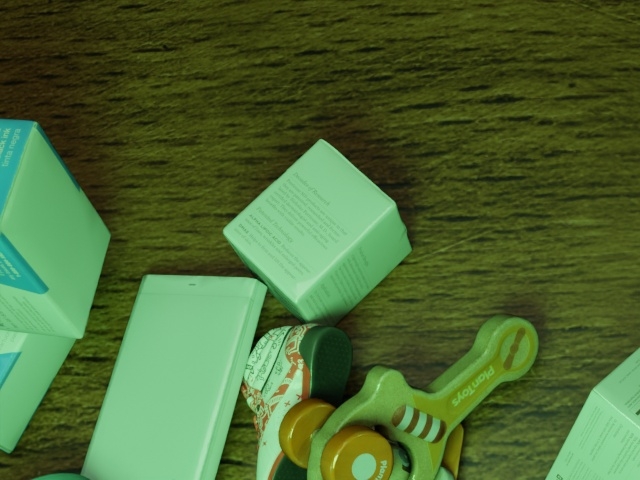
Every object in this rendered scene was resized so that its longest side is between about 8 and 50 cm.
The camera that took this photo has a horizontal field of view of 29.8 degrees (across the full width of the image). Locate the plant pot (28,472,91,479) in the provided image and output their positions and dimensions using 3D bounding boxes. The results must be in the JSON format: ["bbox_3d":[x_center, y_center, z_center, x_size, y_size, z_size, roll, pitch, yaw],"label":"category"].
[{"bbox_3d":[-0.297,0.427,1.432,0.271,0.272,0.255,-38,51,-5],"label":"plant pot"}]

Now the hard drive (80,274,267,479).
[{"bbox_3d":[-0.196,0.195,1.588,0.203,0.040,0.308,0,65,35],"label":"hard drive"}]

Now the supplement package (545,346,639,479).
[{"bbox_3d":[0.429,0.255,1.332,0.198,0.199,0.262,-33,61,-33],"label":"supplement package"}]

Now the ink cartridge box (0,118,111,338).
[{"bbox_3d":[-0.504,-0.021,1.503,0.394,0.285,0.166,4,63,13],"label":"ink cartridge box"}]

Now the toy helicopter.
[{"bbox_3d":[0.139,0.229,1.459,0.355,0.235,0.140,-39,25,-17],"label":"toy helicopter"}]

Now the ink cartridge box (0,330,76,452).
[{"bbox_3d":[-0.519,0.124,1.673,0.307,0.129,0.223,21,73,20],"label":"ink cartridge box"}]

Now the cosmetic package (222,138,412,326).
[{"bbox_3d":[0.000,0.000,1.597,0.183,0.151,0.151,-44,65,-9],"label":"cosmetic package"}]

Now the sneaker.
[{"bbox_3d":[-0.048,0.236,1.531,0.145,0.090,0.270,-1,71,54],"label":"sneaker"}]
